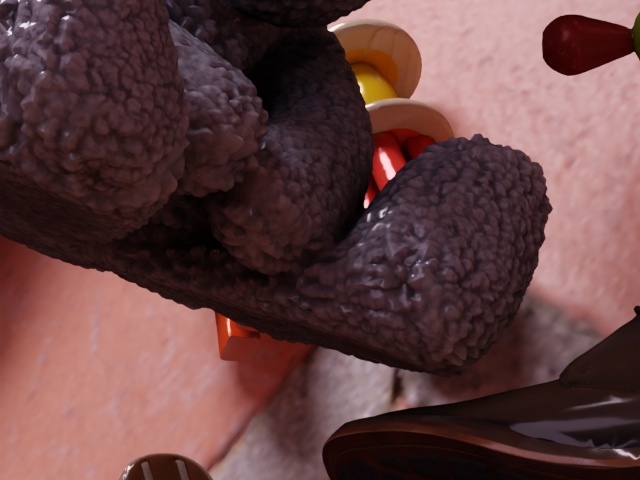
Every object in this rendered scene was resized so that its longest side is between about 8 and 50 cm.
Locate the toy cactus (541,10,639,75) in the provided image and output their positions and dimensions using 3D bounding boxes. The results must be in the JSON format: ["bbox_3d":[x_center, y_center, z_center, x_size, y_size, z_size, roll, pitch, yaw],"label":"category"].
[{"bbox_3d":[0.168,-0.146,0.692,0.180,0.112,0.219,5,56,20],"label":"toy cactus"}]

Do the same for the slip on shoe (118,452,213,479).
[{"bbox_3d":[-0.048,0.137,0.666,0.041,0.051,0.135,114,147,-42],"label":"slip on shoe"}]

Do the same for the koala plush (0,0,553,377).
[{"bbox_3d":[-0.027,-0.095,0.637,0.203,0.196,0.221,7,74,57],"label":"koala plush"}]

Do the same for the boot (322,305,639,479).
[{"bbox_3d":[0.105,0.059,0.596,0.219,0.082,0.106,1,36,45],"label":"boot"}]

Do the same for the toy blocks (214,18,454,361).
[{"bbox_3d":[0.000,0.000,0.725,0.123,0.054,0.148,-32,43,14],"label":"toy blocks"}]
